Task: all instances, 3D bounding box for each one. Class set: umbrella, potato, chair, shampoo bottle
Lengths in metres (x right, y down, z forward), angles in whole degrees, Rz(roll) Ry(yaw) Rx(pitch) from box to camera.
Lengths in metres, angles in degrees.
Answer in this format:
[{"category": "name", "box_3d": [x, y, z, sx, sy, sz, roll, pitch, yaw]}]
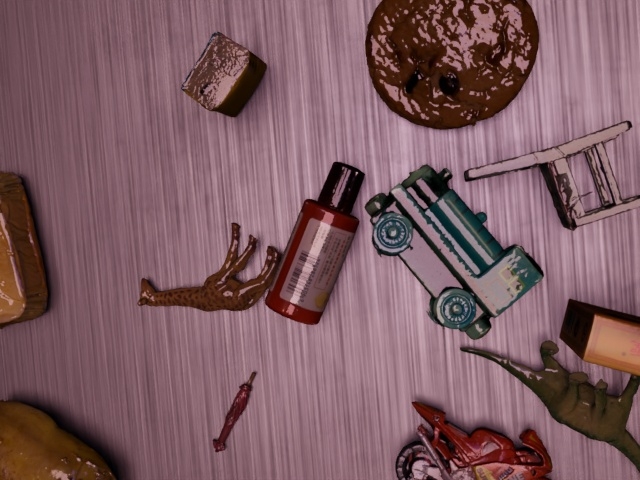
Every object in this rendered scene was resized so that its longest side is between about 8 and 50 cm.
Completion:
[{"category": "umbrella", "box_3d": [-0.156, 0.312, 1.608, 0.027, 0.025, 0.165, 23, 98, -15]}, {"category": "potato", "box_3d": [-0.501, 0.415, 1.606, 0.300, 0.140, 0.173, 32, 93, 10]}, {"category": "chair", "box_3d": [0.384, -0.084, 1.448, 0.270, 0.136, 0.147, -18, 89, 8]}, {"category": "shampoo bottle", "box_3d": [0.000, 0.000, 1.526, 0.104, 0.104, 0.278, 23, 96, 7]}]

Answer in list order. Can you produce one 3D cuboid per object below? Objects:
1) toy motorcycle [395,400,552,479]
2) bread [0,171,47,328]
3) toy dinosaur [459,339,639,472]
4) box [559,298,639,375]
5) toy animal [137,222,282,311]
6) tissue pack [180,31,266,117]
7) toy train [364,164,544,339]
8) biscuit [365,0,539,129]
[{"category": "toy motorcycle", "box_3d": [0.280, 0.385, 1.512, 0.298, 0.089, 0.171, 17, 94, 8]}, {"category": "bread", "box_3d": [-0.595, 0.019, 1.611, 0.152, 0.119, 0.288, -13, 92, 6]}, {"category": "toy dinosaur", "box_3d": [0.451, 0.319, 1.513, 0.447, 0.087, 0.301, 18, 136, 28]}, {"category": "box", "box_3d": [0.480, 0.156, 1.375, 0.174, 0.274, 0.076, 13, 92, 8]}, {"category": "toy animal", "box_3d": [-0.195, 0.076, 1.588, 0.275, 0.054, 0.149, -32, 85, 10]}, {"category": "tissue pack", "box_3d": [-0.159, -0.276, 1.506, 0.082, 0.169, 0.120, 34, 96, 3]}, {"category": "toy train", "box_3d": [0.215, 0.015, 1.494, 0.194, 0.120, 0.298, -40, 87, 1]}, {"category": "biscuit", "box_3d": [0.212, -0.320, 1.467, 0.295, 0.075, 0.296, 5, 107, 16]}]
